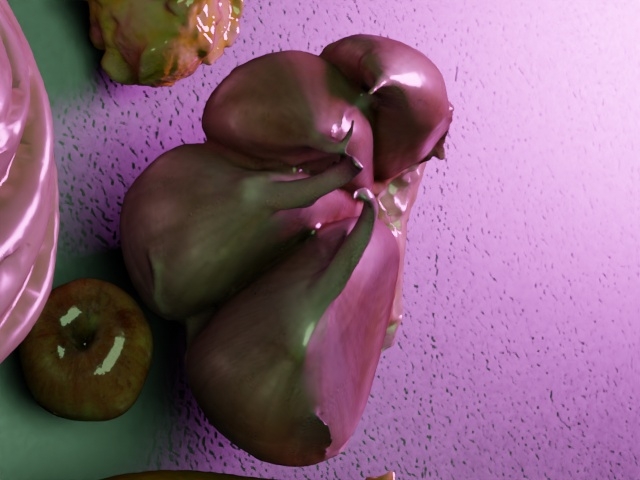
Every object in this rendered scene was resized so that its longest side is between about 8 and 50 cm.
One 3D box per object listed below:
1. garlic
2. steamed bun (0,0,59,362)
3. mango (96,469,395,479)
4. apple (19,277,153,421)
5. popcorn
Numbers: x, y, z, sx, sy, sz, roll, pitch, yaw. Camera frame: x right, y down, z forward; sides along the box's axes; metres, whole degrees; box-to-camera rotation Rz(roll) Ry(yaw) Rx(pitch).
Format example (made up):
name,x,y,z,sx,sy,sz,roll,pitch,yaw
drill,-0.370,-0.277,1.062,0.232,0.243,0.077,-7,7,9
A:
name,x,y,z,sx,sy,sz,roll,pitch,yaw
garlic,0.000,0.000,1.148,0.237,0.292,0.210,-40,84,14
steamed bun,-0.271,-0.042,0.943,0.367,0.255,0.342,58,37,-20
mango,-0.043,0.263,1.102,0.445,0.220,0.301,-19,79,-38
apple,-0.138,0.066,1.150,0.084,0.071,0.084,1,76,-5
popcorn,-0.094,-0.147,1.201,0.097,0.089,0.109,15,84,-64
